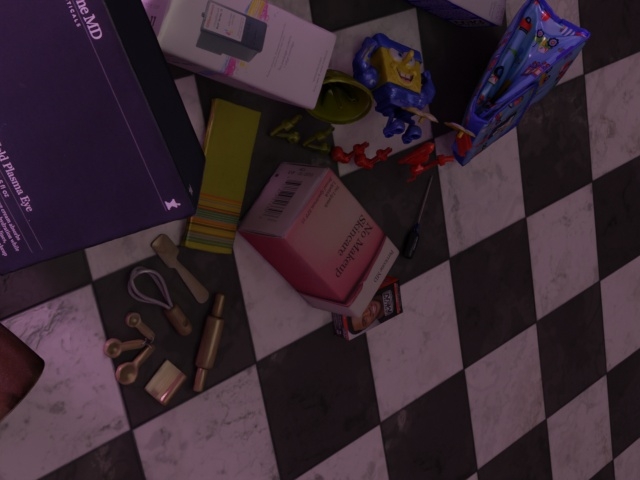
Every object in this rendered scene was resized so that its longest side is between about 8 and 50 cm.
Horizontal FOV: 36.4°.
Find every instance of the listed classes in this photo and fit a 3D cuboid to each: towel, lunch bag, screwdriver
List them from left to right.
[{"bbox_3d":[-0.157,-0.099,1.538,0.102,0.021,0.237,13,89,-48],"label":"towel"},{"bbox_3d":[0.192,-0.044,1.858,0.025,0.024,0.170,25,78,-12],"label":"screwdriver"},{"bbox_3d":[0.336,-0.275,1.814,0.138,0.221,0.293,39,78,7],"label":"lunch bag"}]

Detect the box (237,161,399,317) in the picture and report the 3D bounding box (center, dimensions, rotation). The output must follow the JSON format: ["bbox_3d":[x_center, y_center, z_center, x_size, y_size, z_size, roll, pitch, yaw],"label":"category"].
[{"bbox_3d":[0.000,0.000,1.622,0.232,0.127,0.148,47,66,-37],"label":"box"}]

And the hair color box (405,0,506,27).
[{"bbox_3d":[0.198,-0.511,1.712,0.339,0.110,0.185,11,90,-44],"label":"hair color box"}]

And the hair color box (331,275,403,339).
[{"bbox_3d":[0.085,0.121,1.780,0.141,0.043,0.072,-24,115,-36],"label":"hair color box"}]

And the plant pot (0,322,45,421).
[{"bbox_3d":[-0.494,0.131,1.178,0.215,0.215,0.230,-45,109,-26],"label":"plant pot"}]

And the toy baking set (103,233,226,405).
[{"bbox_3d":[-0.229,0.129,1.509,0.197,0.030,0.256,21,85,-42],"label":"toy baking set"}]

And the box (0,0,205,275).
[{"bbox_3d":[-0.342,-0.162,1.147,0.312,0.179,0.343,-16,117,7],"label":"box"}]

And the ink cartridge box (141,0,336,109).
[{"bbox_3d":[-0.178,-0.299,1.347,0.353,0.207,0.119,16,95,-42],"label":"ink cartridge box"}]

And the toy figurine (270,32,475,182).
[{"bbox_3d":[0.086,-0.265,1.676,0.362,0.191,0.217,13,59,-35],"label":"toy figurine"}]
